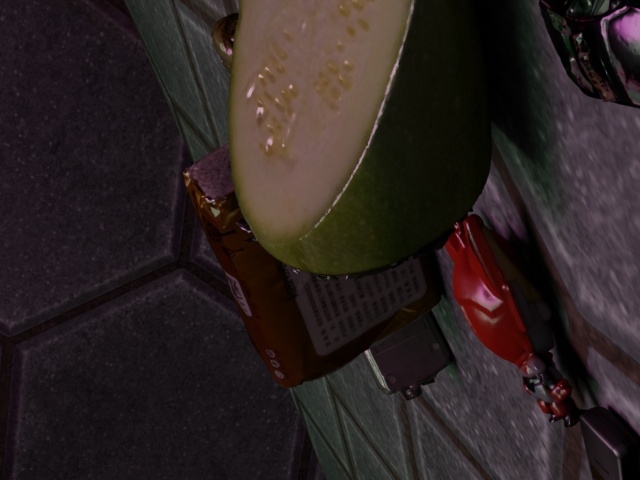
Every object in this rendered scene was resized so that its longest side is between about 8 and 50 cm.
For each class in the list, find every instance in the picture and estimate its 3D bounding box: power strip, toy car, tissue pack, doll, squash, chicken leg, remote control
[{"bbox_3d":[0.044,0.032,1.329,0.272,0.078,0.052,63,172,7],"label":"power strip"},{"bbox_3d":[0.133,-0.085,0.554,0.069,0.055,0.142,64,173,-19],"label":"toy car"},{"bbox_3d":[0.000,0.000,1.163,0.092,0.183,0.226,47,161,50],"label":"tissue pack"},{"bbox_3d":[0.133,0.056,0.934,0.109,0.057,0.169,-175,61,-83],"label":"doll"},{"bbox_3d":[0.000,-0.126,0.787,0.189,0.189,0.260,56,171,45],"label":"squash"},{"bbox_3d":[-0.054,-0.165,1.407,0.093,0.070,0.178,-96,-20,-58],"label":"chicken leg"},{"bbox_3d":[0.222,0.207,0.939,0.059,0.028,0.212,46,160,54],"label":"remote control"}]
